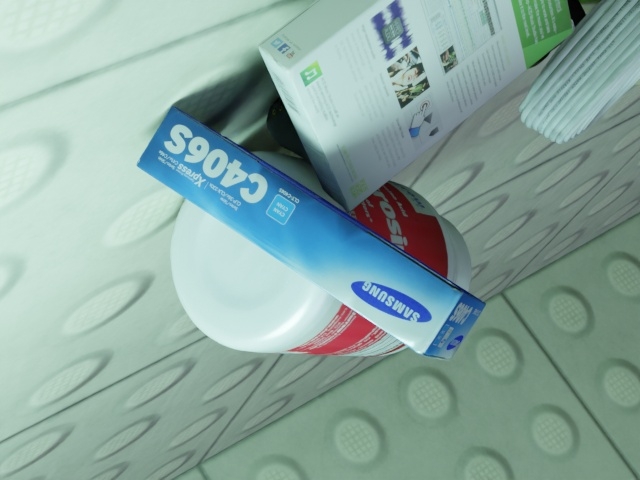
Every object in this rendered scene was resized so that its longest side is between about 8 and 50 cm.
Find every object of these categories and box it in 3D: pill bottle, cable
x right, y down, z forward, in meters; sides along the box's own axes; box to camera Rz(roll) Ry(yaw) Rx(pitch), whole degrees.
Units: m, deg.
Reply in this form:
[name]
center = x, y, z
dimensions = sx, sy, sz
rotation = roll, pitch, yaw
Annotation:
[pill bottle]
center = 0.021, 0.027, 1.791
dimensions = 0.229, 0.229, 0.408
rotation = -41, 156, 22
[cable]
center = 0.345, -0.222, 1.756
dimensions = 0.257, 0.089, 0.257
rotation = -44, 173, -23

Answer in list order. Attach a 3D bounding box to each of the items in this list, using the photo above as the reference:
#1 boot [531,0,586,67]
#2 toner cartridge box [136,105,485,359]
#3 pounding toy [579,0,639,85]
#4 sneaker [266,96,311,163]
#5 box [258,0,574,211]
[boot]
center = 0.207, -0.234, 1.744
dimensions = 0.115, 0.112, 0.305
rotation = -36, 171, 36
[toner cartridge box]
center = -0.007, -0.005, 1.475
dimensions = 0.075, 0.348, 0.165
rotation = -58, 164, 3
[pounding toy]
center = 0.449, -0.294, 1.974
dimensions = 0.183, 0.237, 0.110
rotation = 108, 8, -71
[sneaker]
center = -0.007, -0.161, 1.546
dimensions = 0.083, 0.118, 0.222
rotation = -37, 141, -36
[box]
center = 0.107, -0.202, 1.460
dimensions = 0.322, 0.058, 0.232
rotation = -38, 143, -10
